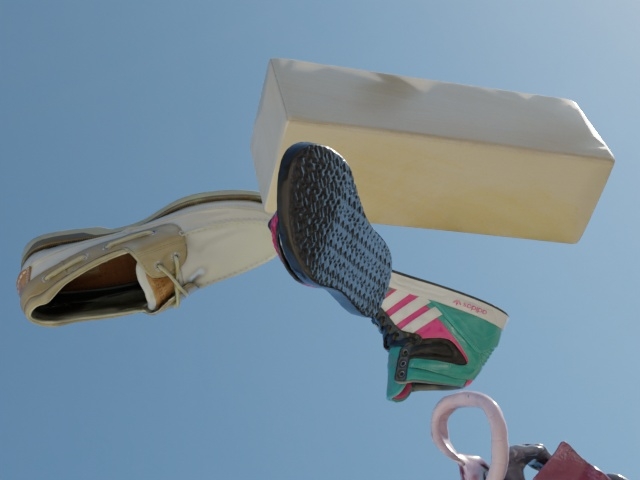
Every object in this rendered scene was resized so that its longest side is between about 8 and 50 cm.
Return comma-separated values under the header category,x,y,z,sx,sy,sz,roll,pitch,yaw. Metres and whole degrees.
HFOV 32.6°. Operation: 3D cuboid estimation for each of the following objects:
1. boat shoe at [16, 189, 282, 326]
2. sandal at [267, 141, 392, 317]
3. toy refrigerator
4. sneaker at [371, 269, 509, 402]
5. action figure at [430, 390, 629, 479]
category,x,y,z,sx,sy,sz,roll,pitch,yaw
boat shoe,-0.178,0.031,1.190,0.302,0.103,0.113,-15,-54,1
sandal,0.000,0.000,0.631,0.067,0.040,0.179,-68,-23,-15
toy refrigerator,0.086,-0.067,0.886,0.269,0.102,0.094,6,-55,-17
sneaker,0.111,0.145,1.617,0.124,0.295,0.178,47,-118,-69
action figure,0.164,0.351,0.958,0.276,0.248,0.370,40,-110,-10
